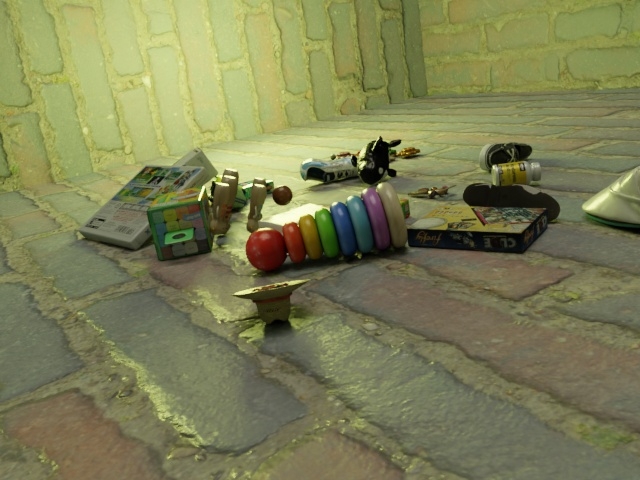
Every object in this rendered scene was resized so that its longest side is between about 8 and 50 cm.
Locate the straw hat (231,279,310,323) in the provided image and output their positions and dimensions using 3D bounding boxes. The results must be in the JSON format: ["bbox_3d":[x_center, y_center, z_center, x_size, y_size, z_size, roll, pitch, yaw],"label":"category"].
[{"bbox_3d":[-0.078,0.107,1.058,0.144,0.061,0.144,-10,0,0],"label":"straw hat"}]

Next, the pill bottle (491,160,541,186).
[{"bbox_3d":[0.508,-0.171,1.643,0.116,0.065,0.065,-7,17,6],"label":"pill bottle"}]

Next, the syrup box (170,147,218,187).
[{"bbox_3d":[-0.443,-0.181,1.976,0.237,0.093,0.096,-40,24,-10],"label":"syrup box"}]

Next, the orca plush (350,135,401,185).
[{"bbox_3d":[0.196,-0.281,2.003,0.151,0.102,0.287,32,38,16],"label":"orca plush"}]

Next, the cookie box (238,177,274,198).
[{"bbox_3d":[-0.216,-0.170,2.061,0.107,0.040,0.091,-19,20,-26],"label":"cookie box"}]

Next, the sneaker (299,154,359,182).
[{"bbox_3d":[0.051,-0.224,2.060,0.237,0.085,0.086,-3,51,0],"label":"sneaker"}]

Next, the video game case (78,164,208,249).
[{"bbox_3d":[-0.508,-0.106,1.806,0.328,0.036,0.300,9,51,46],"label":"video game case"}]

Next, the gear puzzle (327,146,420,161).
[{"bbox_3d":[0.193,-0.312,2.300,0.338,0.044,0.175,-3,18,19],"label":"gear puzzle"}]

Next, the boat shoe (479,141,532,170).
[{"bbox_3d":[0.550,-0.257,1.878,0.219,0.078,0.070,-22,20,-40],"label":"boat shoe"}]

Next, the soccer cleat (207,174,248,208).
[{"bbox_3d":[-0.287,-0.143,1.981,0.121,0.094,0.289,19,7,-14],"label":"soccer cleat"}]

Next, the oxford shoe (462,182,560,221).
[{"bbox_3d":[0.425,-0.079,1.396,0.212,0.076,0.076,17,-11,36],"label":"oxford shoe"}]

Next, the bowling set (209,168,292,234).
[{"bbox_3d":[-0.180,-0.077,1.633,0.199,0.154,0.287,11,15,-3],"label":"bowling set"}]

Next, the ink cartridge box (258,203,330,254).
[{"bbox_3d":[-0.061,-0.025,1.463,0.198,0.067,0.115,-22,22,-36],"label":"ink cartridge box"}]

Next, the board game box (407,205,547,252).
[{"bbox_3d":[0.324,-0.027,1.311,0.243,0.042,0.165,4,21,36],"label":"board game box"}]

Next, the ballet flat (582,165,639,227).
[{"bbox_3d":[0.648,-0.079,1.161,0.139,0.139,0.400,-14,17,-17],"label":"ballet flat"}]

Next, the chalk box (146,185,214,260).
[{"bbox_3d":[-0.338,-0.039,1.544,0.132,0.132,0.213,-10,17,-4],"label":"chalk box"}]

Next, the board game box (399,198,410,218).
[{"bbox_3d":[0.128,-0.054,1.499,0.092,0.043,0.181,4,22,37],"label":"board game box"}]

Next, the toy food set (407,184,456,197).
[{"bbox_3d":[0.303,-0.130,1.703,0.077,0.019,0.122,-21,13,-36],"label":"toy food set"}]

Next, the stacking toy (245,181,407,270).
[{"bbox_3d":[0.006,-0.012,1.318,0.330,0.141,0.141,-16,17,0],"label":"stacking toy"}]
